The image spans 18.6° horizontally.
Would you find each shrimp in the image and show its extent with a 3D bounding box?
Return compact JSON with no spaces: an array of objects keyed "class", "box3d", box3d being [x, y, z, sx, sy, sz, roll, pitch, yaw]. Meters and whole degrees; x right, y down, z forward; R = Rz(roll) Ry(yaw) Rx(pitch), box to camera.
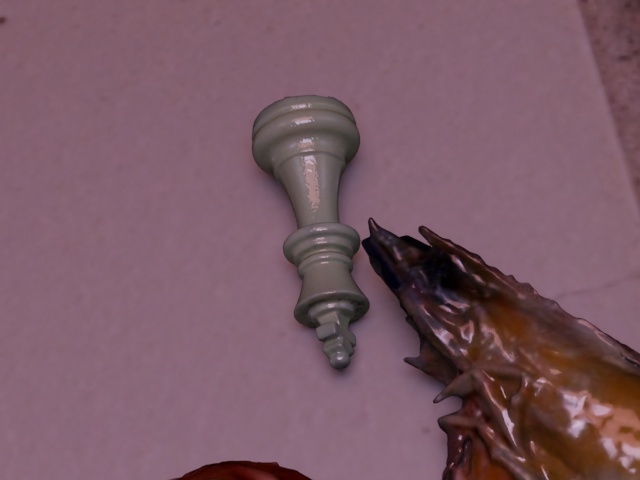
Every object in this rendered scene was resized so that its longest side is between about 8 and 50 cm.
[{"class":"shrimp","box3d":[0.106,0.114,0.925,0.164,0.062,0.317,-39,63,-13]}]

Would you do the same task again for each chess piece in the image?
[{"class":"chess piece","box3d":[0.000,0.000,1.022,0.059,0.059,0.149,-9,63,2]}]

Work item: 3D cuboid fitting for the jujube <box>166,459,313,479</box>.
[{"class":"jujube","box3d":[-0.005,0.201,0.834,0.155,0.155,0.230,-41,69,-18]}]
